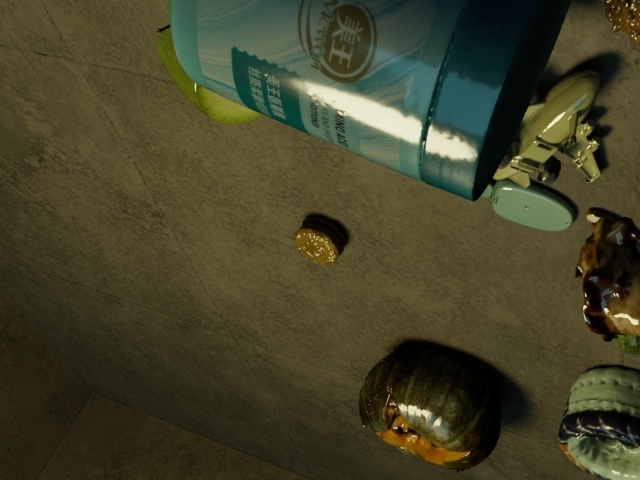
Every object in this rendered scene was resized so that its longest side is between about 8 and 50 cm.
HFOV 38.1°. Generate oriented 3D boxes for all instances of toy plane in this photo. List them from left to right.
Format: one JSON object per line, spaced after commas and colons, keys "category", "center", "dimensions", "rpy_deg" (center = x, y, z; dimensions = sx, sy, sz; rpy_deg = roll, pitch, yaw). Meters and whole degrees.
{"category": "toy plane", "center": [0.286, -0.139, 1.216], "dimensions": [0.242, 0.104, 0.256], "rpy_deg": [19, 161, -12]}

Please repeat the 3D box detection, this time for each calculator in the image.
{"category": "calculator", "center": [0.309, -0.055, 1.406], "dimensions": [0.153, 0.021, 0.095], "rpy_deg": [19, 151, 12]}

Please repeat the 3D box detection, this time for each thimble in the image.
{"category": "thimble", "center": [0.567, 0.351, 1.712], "dimensions": [0.237, 0.150, 0.237], "rpy_deg": [21, 150, 13]}

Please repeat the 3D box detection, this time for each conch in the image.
{"category": "conch", "center": [0.520, 0.150, 1.527], "dimensions": [0.121, 0.074, 0.089], "rpy_deg": [8, -178, 5]}

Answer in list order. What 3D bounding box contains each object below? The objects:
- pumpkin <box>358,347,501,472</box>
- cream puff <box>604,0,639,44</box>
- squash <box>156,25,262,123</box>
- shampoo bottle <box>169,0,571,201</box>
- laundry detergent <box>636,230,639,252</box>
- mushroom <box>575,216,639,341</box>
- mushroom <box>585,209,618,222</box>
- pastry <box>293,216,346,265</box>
{"category": "pumpkin", "center": [0.239, 0.361, 1.989], "dimensions": [0.320, 0.192, 0.320], "rpy_deg": [24, 154, 13]}
{"category": "cream puff", "center": [0.353, -0.257, 0.922], "dimensions": [0.150, 0.115, 0.165], "rpy_deg": [-8, 134, 44]}
{"category": "squash", "center": [-0.198, -0.253, 1.483], "dimensions": [0.184, 0.085, 0.192], "rpy_deg": [14, 148, 25]}
{"category": "shampoo bottle", "center": [0.067, -0.256, 0.966], "dimensions": [0.343, 0.331, 0.331], "rpy_deg": [24, 152, 13]}
{"category": "laundry detergent", "center": [0.541, 0.084, 1.327], "dimensions": [0.280, 0.105, 0.215], "rpy_deg": [31, 149, -7]}
{"category": "mushroom", "center": [0.501, 0.009, 1.016], "dimensions": [0.334, 0.356, 0.331], "rpy_deg": [50, 159, 52]}
{"category": "mushroom", "center": [0.431, -0.013, 1.365], "dimensions": [0.101, 0.019, 0.049], "rpy_deg": [39, 150, -13]}
{"category": "pastry", "center": [0.000, 0.000, 1.757], "dimensions": [0.097, 0.057, 0.109], "rpy_deg": [40, 149, -9]}
